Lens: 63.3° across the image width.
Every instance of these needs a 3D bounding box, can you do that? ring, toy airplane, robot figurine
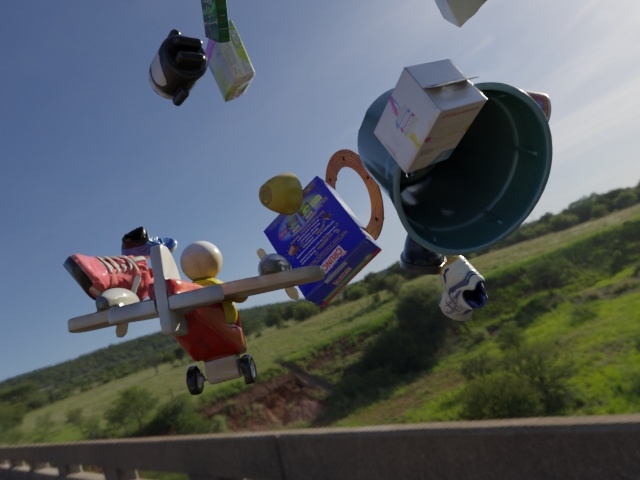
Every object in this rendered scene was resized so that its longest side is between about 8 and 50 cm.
[{"bbox_3d":[0.117,-0.145,1.765,0.032,0.337,0.336,-19,-8,-26],"label":"ring"},{"bbox_3d":[-0.242,0.108,1.003,0.385,0.273,0.384,16,-41,-33],"label":"toy airplane"},{"bbox_3d":[-0.510,-0.615,1.849,0.278,0.173,0.209,-22,38,54],"label":"robot figurine"}]

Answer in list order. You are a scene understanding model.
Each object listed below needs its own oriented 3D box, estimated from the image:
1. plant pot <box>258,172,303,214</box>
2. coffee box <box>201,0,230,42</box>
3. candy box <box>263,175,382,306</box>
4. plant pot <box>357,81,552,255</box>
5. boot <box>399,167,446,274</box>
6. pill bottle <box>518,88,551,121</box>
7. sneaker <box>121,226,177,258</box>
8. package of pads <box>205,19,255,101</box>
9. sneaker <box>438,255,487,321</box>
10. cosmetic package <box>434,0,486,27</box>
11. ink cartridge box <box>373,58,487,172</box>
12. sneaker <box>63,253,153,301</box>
[{"bbox_3d":[-0.134,-0.142,1.607,0.095,0.134,0.134,-8,-14,-43],"label":"plant pot"},{"bbox_3d":[-0.311,-0.682,1.514,0.040,0.184,0.113,-19,37,-27],"label":"coffee box"},{"bbox_3d":[0.000,0.000,1.642,0.268,0.317,0.122,-45,-39,13],"label":"candy box"},{"bbox_3d":[0.251,-0.189,1.136,0.340,0.342,0.334,-19,27,-9],"label":"plant pot"},{"bbox_3d":[0.332,-0.151,1.636,0.146,0.446,0.367,3,16,8],"label":"boot"},{"bbox_3d":[0.495,-0.351,1.402,0.215,0.121,0.121,5,-14,-12],"label":"pill bottle"},{"bbox_3d":[-0.457,0.001,1.394,0.152,0.058,0.085,-13,-47,-31],"label":"sneaker"},{"bbox_3d":[-0.369,-0.703,2.087,0.101,0.229,0.296,-26,4,-17],"label":"package of pads"},{"bbox_3d":[0.433,0.178,1.557,0.111,0.131,0.297,-35,-42,-9],"label":"sneaker"},{"bbox_3d":[0.355,-0.707,1.402,0.117,0.085,0.231,-43,-41,7],"label":"cosmetic package"},{"bbox_3d":[0.157,-0.184,0.744,0.092,0.090,0.143,-21,-26,-29],"label":"ink cartridge box"},{"bbox_3d":[-0.499,0.075,1.267,0.136,0.116,0.314,-45,-18,-8],"label":"sneaker"}]
